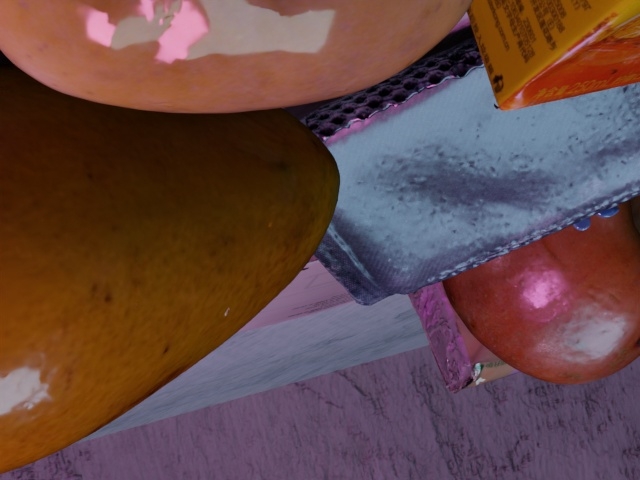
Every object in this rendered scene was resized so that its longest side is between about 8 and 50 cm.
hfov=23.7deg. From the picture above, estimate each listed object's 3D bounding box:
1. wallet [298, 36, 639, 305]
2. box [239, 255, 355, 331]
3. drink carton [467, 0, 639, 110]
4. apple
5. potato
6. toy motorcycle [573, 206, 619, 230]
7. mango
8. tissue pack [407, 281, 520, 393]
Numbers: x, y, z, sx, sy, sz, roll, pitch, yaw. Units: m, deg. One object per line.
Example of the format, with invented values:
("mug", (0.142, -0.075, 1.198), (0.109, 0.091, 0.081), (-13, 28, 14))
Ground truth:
("wallet", (0.135, -0.079, 1.188), (0.342, 0.075, 0.237), (-24, 143, 15))
("box", (0.000, 0.000, 1.433), (0.203, 0.106, 0.252), (-16, 168, -20))
("drink carton", (0.215, -0.192, 0.795), (0.154, 0.111, 0.351), (-14, 169, -26))
("apple", (0.256, 0.020, 1.593), (0.253, 0.253, 0.253), (-18, 170, -3))
("potato", (-0.033, -0.125, 0.658), (0.234, 0.146, 0.150), (-15, 125, -27))
("toy motorcycle", (0.263, -0.102, 1.374), (0.182, 0.123, 0.272), (-40, 174, -6))
("mango", (-0.159, 0.007, 0.881), (0.378, 0.221, 0.264), (-18, 174, -37))
("tissue pack", (0.238, 0.050, 1.848), (0.256, 0.215, 0.123), (-15, 159, -21))
